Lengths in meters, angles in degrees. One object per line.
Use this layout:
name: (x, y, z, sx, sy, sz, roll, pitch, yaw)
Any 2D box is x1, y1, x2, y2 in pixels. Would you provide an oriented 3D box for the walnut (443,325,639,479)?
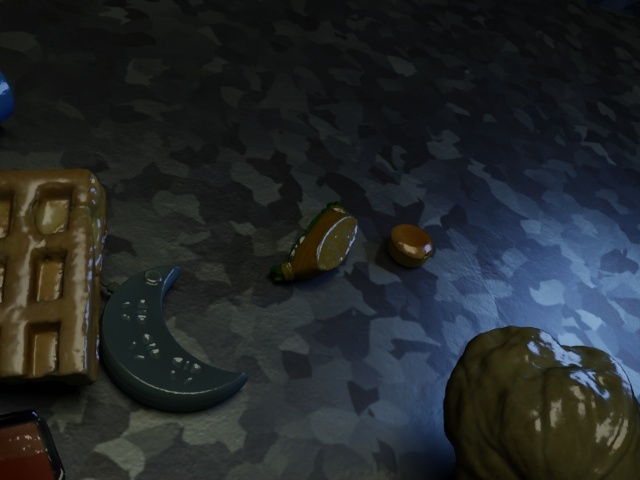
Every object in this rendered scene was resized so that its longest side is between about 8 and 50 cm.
walnut: (0.298, 0.259, 0.957, 0.282, 0.253, 0.277, 11, 22, -1)

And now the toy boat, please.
toy boat: (0.000, 0.000, 1.223, 0.088, 0.089, 0.229, 0, 32, 34)

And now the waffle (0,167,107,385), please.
waffle: (-0.452, 0.039, 0.910, 0.348, 0.077, 0.304, -1, 64, -13)

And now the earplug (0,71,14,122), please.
earplug: (-0.607, -0.171, 1.084, 0.132, 0.132, 0.273, 28, 47, 4)

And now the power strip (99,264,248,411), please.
power strip: (-0.226, 0.131, 1.004, 0.167, 0.054, 0.253, -20, 59, -37)

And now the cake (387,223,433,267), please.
cake: (0.162, 0.008, 1.299, 0.084, 0.044, 0.084, 12, 43, -11)

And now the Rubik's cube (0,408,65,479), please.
Rubik's cube: (-0.348, 0.292, 0.688, 0.183, 0.167, 0.180, -5, 50, -45)
